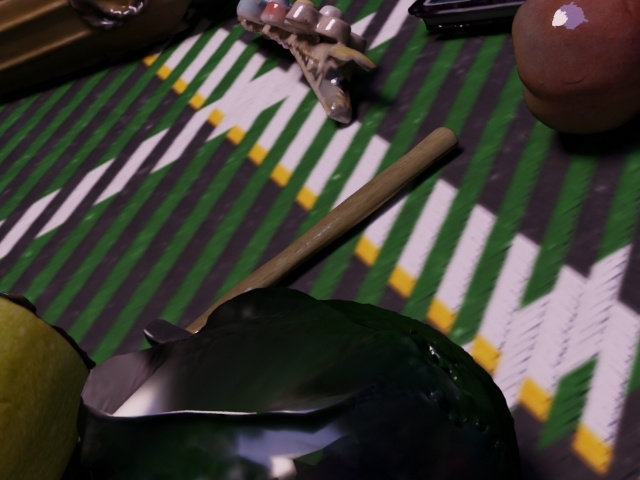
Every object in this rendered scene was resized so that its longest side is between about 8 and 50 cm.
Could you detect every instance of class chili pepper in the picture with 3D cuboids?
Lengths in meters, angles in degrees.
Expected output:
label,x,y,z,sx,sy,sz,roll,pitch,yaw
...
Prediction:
label,x,y,z,sx,sy,sz,roll,pitch,yaw
chili pepper,0.005,0.093,0.432,0.148,0.116,0.264,-18,30,7

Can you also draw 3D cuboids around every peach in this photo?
label,x,y,z,sx,sy,sz,roll,pitch,yaw
peach,0.136,-0.095,0.675,0.083,0.083,0.083,-19,30,11

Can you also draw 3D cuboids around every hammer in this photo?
label,x,y,z,sx,sy,sz,roll,pitch,yaw
hammer,0.000,0.000,0.694,0.199,0.013,0.062,-38,32,-21

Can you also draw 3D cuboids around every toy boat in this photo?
label,x,y,z,sx,sy,sz,roll,pitch,yaw
toy boat,-0.268,-0.205,1.084,0.445,0.162,0.136,-15,28,18

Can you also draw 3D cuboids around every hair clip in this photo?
label,x,y,z,sx,sy,sz,roll,pitch,yaw
hair clip,-0.012,-0.137,0.883,0.056,0.062,0.214,-64,27,15

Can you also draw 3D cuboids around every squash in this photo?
label,x,y,z,sx,sy,sz,roll,pitch,yaw
squash,-0.172,0.108,0.550,0.123,0.123,0.187,-13,35,21

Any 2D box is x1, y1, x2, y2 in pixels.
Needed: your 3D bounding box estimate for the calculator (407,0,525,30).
label,x,y,z,sx,sy,sz,roll,pitch,yaw
calculator,0.200,-0.186,0.829,0.274,0.028,0.166,0,38,38
